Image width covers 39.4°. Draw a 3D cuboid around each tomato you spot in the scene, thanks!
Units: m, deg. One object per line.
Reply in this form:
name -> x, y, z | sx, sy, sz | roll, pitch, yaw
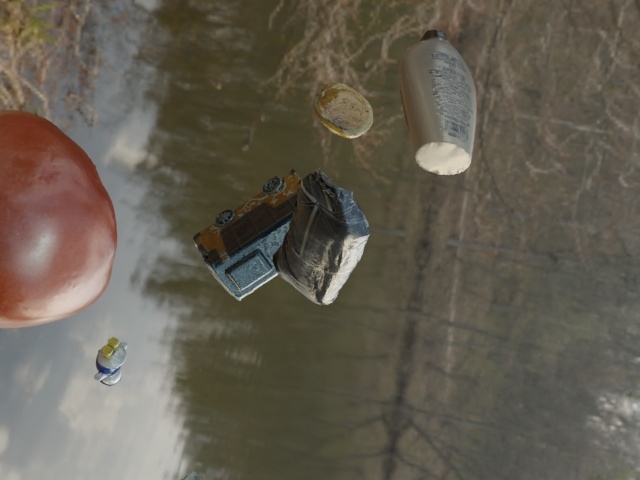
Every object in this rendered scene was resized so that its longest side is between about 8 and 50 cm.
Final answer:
tomato -> -0.469, -0.026, 1.332 | 0.273, 0.341, 0.341 | -24, 130, -41

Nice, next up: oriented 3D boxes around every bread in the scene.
bread -> 0.037, -0.212, 1.448 | 0.024, 0.110, 0.110 | -51, -162, 51

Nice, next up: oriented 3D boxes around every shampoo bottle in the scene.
shampoo bottle -> 0.171, -0.212, 1.295 | 0.078, 0.127, 0.256 | 127, -26, -48

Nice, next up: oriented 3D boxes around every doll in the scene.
doll -> -0.405, 0.242, 1.728 | 0.098, 0.058, 0.143 | -57, 170, -37

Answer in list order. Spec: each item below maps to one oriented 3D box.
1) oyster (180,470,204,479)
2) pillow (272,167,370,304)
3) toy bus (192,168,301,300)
oyster -> -0.067, 0.274, 0.693 | 0.199, 0.061, 0.106 | 65, 15, 20
pillow -> 0.000, 0.000, 1.667 | 0.092, 0.161, 0.335 | -54, 172, -36
toy bus -> -0.125, -0.008, 1.945 | 0.138, 0.275, 0.167 | 57, 1, -38
